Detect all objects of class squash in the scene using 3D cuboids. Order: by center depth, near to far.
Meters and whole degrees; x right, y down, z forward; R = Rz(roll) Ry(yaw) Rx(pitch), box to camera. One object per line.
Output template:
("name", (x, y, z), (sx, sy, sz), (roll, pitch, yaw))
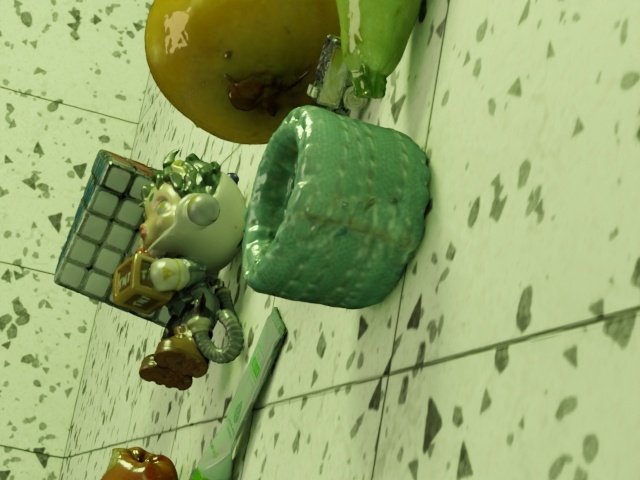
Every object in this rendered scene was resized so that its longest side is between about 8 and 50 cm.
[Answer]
("squash", (0.075, -0.329, 1.442), (0.118, 0.118, 0.370), (159, 120, -71))

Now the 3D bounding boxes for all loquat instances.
("loquat", (-0.097, -0.256, 1.695), (0.275, 0.275, 0.274), (-166, 90, -75))

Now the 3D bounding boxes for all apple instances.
("apple", (-0.290, 0.408, 2.013), (0.158, 0.147, 0.156), (-62, -14, 14))

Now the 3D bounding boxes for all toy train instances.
("toy train", (0.009, -0.156, 1.567), (0.060, 0.081, 0.202), (-124, 50, -71))

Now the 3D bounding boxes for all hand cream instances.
("hand cream", (-0.105, 0.224, 1.718), (0.079, 0.050, 0.275), (36, 109, 44))

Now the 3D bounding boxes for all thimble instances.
("thimble", (0.013, -0.030, 1.326), (0.235, 0.143, 0.198), (-179, 102, -75))

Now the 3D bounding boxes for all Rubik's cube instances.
("Rubik's cube", (-0.313, -0.004, 2.238), (0.236, 0.238, 0.237), (-66, 13, 5))

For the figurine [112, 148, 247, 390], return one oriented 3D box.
("figurine", (-0.216, 0.032, 1.980), (0.261, 0.186, 0.381), (-28, 43, 40))
